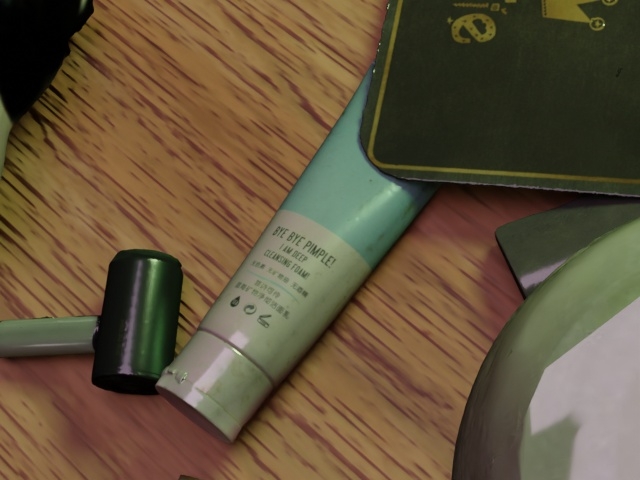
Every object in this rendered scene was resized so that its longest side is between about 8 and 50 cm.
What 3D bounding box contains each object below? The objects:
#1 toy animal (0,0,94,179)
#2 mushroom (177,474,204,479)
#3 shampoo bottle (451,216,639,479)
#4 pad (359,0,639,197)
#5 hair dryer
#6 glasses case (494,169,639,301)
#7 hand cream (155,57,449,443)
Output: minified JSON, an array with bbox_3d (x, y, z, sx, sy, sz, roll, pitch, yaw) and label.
[{"bbox_3d":[-0.320,-0.125,0.980,0.213,0.212,0.266,14,67,19],"label":"toy animal"},{"bbox_3d":[-0.033,0.220,0.854,0.202,0.054,0.059,33,82,28],"label":"mushroom"},{"bbox_3d":[0.228,0.136,0.669,0.323,0.317,0.322,-4,67,11],"label":"shampoo bottle"},{"bbox_3d":[0.137,-0.216,0.953,0.315,0.063,0.375,4,64,17],"label":"pad"},{"bbox_3d":[-0.197,0.064,0.961,0.198,0.057,0.100,-5,66,19],"label":"hair dryer"},{"bbox_3d":[0.219,-0.011,0.884,0.191,0.042,0.072,-21,58,6],"label":"glasses case"},{"bbox_3d":[0.000,0.000,0.934,0.111,0.070,0.312,31,71,25],"label":"hand cream"}]
